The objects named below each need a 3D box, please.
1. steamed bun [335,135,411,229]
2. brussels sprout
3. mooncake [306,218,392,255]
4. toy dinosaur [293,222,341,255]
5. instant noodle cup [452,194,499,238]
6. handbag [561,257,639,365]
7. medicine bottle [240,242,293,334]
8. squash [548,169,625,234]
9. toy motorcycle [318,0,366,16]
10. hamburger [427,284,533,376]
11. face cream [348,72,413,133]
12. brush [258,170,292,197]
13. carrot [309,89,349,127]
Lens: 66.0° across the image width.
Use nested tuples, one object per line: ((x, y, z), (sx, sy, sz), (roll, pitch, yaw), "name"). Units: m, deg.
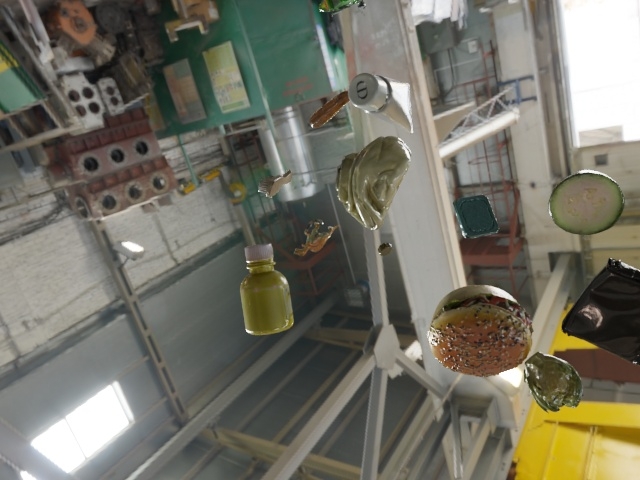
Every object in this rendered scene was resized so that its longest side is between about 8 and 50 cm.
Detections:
((0.168, -0.219, 1.799), (0.237, 0.394, 0.346), (24, -113, 4), "steamed bun")
((0.650, 0.394, 1.383), (0.139, 0.181, 0.100), (-36, 165, 13), "brussels sprout")
((0.118, 0.000, 1.834), (0.150, 0.347, 0.057), (-46, -147, 14), "mooncake")
((-0.001, 0.000, 2.021), (0.212, 0.142, 0.057), (3, -157, -38), "toy dinosaur")
((0.633, -0.091, 2.035), (0.157, 0.179, 0.070), (-11, 160, -11), "instant noodle cup")
((0.756, 0.176, 1.218), (0.223, 0.247, 0.080), (26, -143, 15), "handbag")
((-0.138, 0.116, 1.220), (0.122, 0.212, 0.122), (-8, -177, 0), "medicine bottle")
((0.681, -0.108, 1.261), (0.170, 0.170, 0.123), (-4, -158, 34), "squash")
((0.089, -0.665, 1.331), (0.190, 0.074, 0.106), (-6, -162, 46), "toy motorcycle")
((0.456, 0.269, 1.426), (0.300, 0.300, 0.176), (-10, -151, 19), "hamburger")
((0.177, -0.358, 1.259), (0.089, 0.143, 0.314), (-5, -178, 33), "face cream")
((-0.174, -0.234, 1.928), (0.065, 0.070, 0.327), (17, -161, 7), "brush")
((0.051, -0.478, 1.753), (0.248, 0.059, 0.059), (-30, -174, 38), "carrot")
